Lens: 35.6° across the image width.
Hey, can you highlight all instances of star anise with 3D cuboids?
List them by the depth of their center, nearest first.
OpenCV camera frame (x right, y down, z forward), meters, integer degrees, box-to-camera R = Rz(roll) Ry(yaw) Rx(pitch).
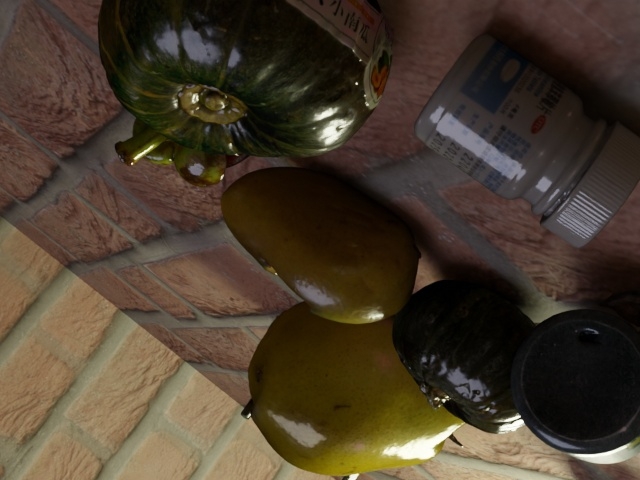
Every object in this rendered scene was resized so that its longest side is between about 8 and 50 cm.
[{"bbox_3d":[0.339,0.085,0.984,0.141,0.042,0.141,36,-178,-1],"label":"star anise"}]

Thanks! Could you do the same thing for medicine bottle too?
[{"bbox_3d":[0.169,-0.081,0.801,0.168,0.105,0.105,35,162,3],"label":"medicine bottle"},{"bbox_3d":[0.294,0.165,1.062,0.141,0.141,0.293,28,176,24],"label":"medicine bottle"}]

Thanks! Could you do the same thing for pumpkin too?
[{"bbox_3d":[-0.068,-0.185,0.868,0.260,0.189,0.260,10,158,4],"label":"pumpkin"},{"bbox_3d":[0.188,0.148,1.245,0.224,0.157,0.223,42,170,9],"label":"pumpkin"}]

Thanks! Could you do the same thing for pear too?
[{"bbox_3d":[0.056,0.227,1.514,0.336,0.284,0.285,11,153,21],"label":"pear"}]

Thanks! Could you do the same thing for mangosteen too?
[{"bbox_3d":[-0.137,-0.145,1.076,0.156,0.181,0.145,38,119,20],"label":"mangosteen"}]

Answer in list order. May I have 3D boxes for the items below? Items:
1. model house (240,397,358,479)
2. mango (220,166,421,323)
[{"bbox_3d":[0.006,0.315,1.880,0.224,0.215,0.198,14,148,49],"label":"model house"},{"bbox_3d":[0.000,0.000,1.232,0.262,0.167,0.130,36,148,11],"label":"mango"}]
